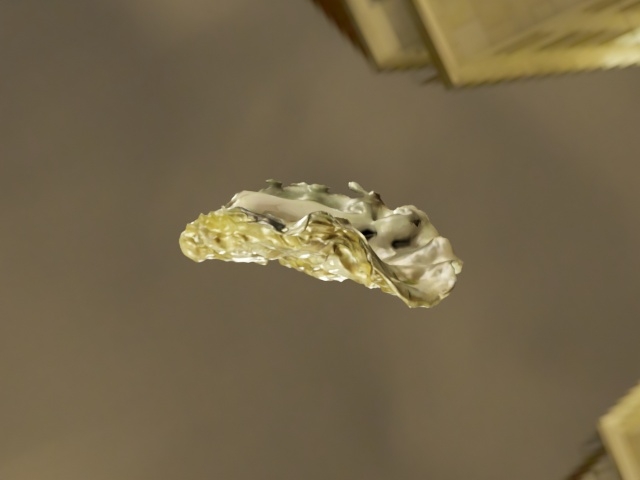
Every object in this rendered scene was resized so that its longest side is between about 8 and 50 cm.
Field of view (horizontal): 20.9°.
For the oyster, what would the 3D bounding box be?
[{"bbox_3d":[0.000,0.002,2.088,0.238,0.351,0.115,-39,-48,-73],"label":"oyster"}]
